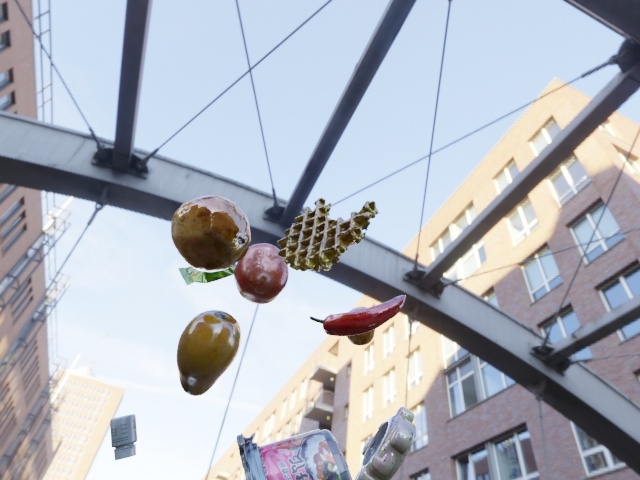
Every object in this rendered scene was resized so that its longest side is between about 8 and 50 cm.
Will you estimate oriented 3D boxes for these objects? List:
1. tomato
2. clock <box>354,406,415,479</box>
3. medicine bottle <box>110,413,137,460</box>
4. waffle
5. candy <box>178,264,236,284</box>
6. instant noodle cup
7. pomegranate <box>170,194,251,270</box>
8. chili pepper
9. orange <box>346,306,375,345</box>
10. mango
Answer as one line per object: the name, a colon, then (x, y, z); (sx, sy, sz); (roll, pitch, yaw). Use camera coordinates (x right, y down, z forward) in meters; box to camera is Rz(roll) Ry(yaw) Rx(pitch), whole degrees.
tomato: (-0.230, 0.124, 1.590); (0.189, 0.232, 0.232); (20, -46, -26)
clock: (0.266, 0.841, 1.712); (0.114, 0.284, 0.309); (34, -76, 10)
medicine bottle: (-0.650, 0.651, 1.404); (0.080, 0.130, 0.080); (-13, -19, -4)
waffle: (0.007, -0.012, 1.165); (0.293, 0.260, 0.069); (13, -33, 54)
candy: (-0.491, 0.139, 1.861); (0.246, 0.149, 0.069); (-6, -67, -36)
instant noodle cup: (-0.034, 0.483, 0.816); (0.182, 0.258, 0.302); (-16, -69, -14)
pomegranate: (-0.330, -0.019, 1.274); (0.248, 0.248, 0.248); (4, -46, 4)
chili pepper: (0.143, 0.281, 1.524); (0.368, 0.137, 0.092); (-10, -74, 1)
orange: (0.157, 0.346, 1.726); (0.136, 0.159, 0.159); (12, -45, 7)
mango: (-0.348, 0.347, 1.300); (0.173, 0.211, 0.317); (25, -57, 0)
